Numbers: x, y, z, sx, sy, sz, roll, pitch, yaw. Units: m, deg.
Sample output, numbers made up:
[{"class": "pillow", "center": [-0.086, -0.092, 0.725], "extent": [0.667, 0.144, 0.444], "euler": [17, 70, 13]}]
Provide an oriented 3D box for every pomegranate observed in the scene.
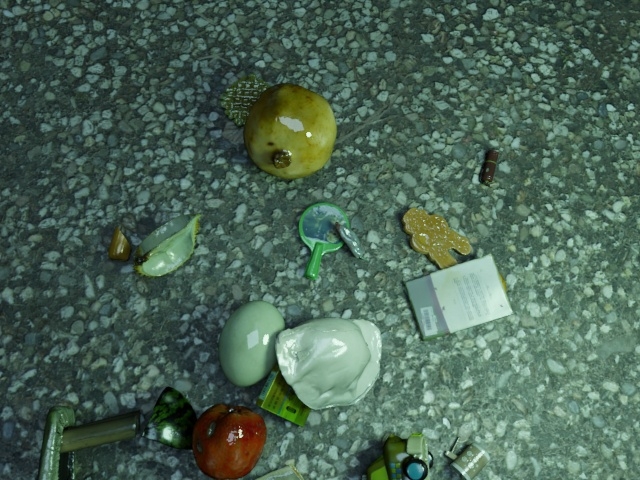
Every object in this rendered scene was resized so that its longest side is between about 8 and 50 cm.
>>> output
[{"class": "pomegranate", "center": [-0.093, -0.339, 1.856], "extent": [0.307, 0.307, 0.307], "euler": [1, 76, -5]}]

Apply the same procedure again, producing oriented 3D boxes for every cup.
[{"class": "cup", "center": [0.429, 0.638, 1.762], "extent": [0.099, 0.102, 0.074], "euler": [-40, 121, -15]}]

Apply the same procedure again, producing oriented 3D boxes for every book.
[{"class": "book", "center": [0.424, 0.176, 1.861], "extent": [0.290, 0.026, 0.201], "euler": [-17, 77, 4]}]

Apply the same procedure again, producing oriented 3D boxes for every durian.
[{"class": "durian", "center": [-0.456, 0.004, 1.791], "extent": [0.252, 0.139, 0.144], "euler": [-30, 76, -12]}]

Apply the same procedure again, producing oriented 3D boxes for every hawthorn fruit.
[{"class": "hawthorn fruit", "center": [-0.256, 0.576, 1.641], "extent": [0.208, 0.207, 0.243], "euler": [9, 90, -4]}]

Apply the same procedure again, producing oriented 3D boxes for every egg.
[{"class": "egg", "center": [-0.195, 0.292, 1.717], "extent": [0.187, 0.186, 0.253], "euler": [20, 79, 0]}]

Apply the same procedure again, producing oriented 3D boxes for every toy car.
[{"class": "toy car", "center": [0.213, 0.668, 1.681], "extent": [0.198, 0.204, 0.247], "euler": [-6, 77, 16]}]

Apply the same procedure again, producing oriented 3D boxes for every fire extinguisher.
[{"class": "fire extinguisher", "center": [0.560, -0.237, 2.007], "extent": [0.056, 0.039, 0.132], "euler": [8, 73, 30]}]

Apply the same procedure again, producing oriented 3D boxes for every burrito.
[{"class": "burrito", "center": [-0.147, 0.688, 1.685], "extent": [0.226, 0.060, 0.087], "euler": [-14, 83, -10]}]

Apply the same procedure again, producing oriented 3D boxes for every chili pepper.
[{"class": "chili pepper", "center": [0.098, 0.002, 1.883], "extent": [0.041, 0.050, 0.153], "euler": [-30, 101, 21]}]

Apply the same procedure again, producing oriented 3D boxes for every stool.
[{"class": "stool", "center": [-0.588, 0.584, 1.554], "extent": [0.226, 0.310, 0.310], "euler": [4, 76, -14]}]

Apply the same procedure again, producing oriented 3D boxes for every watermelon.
[{"class": "watermelon", "center": [-0.412, 0.492, 1.687], "extent": [0.137, 0.193, 0.145], "euler": [3, 67, 41]}]

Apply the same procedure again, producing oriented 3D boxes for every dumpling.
[{"class": "dumpling", "center": [0.029, 0.348, 1.719], "extent": [0.181, 0.341, 0.260], "euler": [-9, 83, 30]}]

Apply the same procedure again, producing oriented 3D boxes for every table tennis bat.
[{"class": "table tennis bat", "center": [0.000, 0.000, 1.892], "extent": [0.160, 0.039, 0.257], "euler": [16, 73, -3]}]

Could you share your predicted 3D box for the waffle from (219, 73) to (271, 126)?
[{"class": "waffle", "center": [-0.232, -0.455, 1.984], "extent": [0.183, 0.036, 0.169], "euler": [-44, 85, -14]}]

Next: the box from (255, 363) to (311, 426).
[{"class": "box", "center": [-0.088, 0.441, 1.708], "extent": [0.193, 0.030, 0.121], "euler": [41, 69, -42]}]

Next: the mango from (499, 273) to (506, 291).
[{"class": "mango", "center": [0.545, 0.148, 1.898], "extent": [0.079, 0.057, 0.114], "euler": [-12, 79, -14]}]

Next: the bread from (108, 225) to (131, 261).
[{"class": "bread", "center": [-0.601, 0.011, 1.820], "extent": [0.062, 0.049, 0.103], "euler": [12, 77, -3]}]

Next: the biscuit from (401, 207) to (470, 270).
[{"class": "biscuit", "center": [0.361, -0.010, 1.931], "extent": [0.236, 0.040, 0.144], "euler": [41, 69, 7]}]
